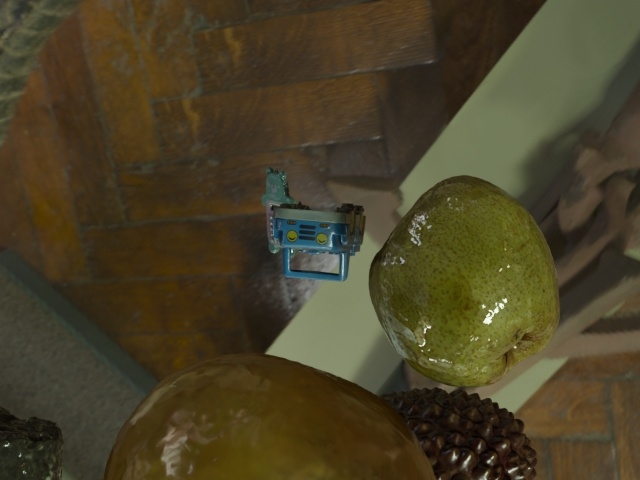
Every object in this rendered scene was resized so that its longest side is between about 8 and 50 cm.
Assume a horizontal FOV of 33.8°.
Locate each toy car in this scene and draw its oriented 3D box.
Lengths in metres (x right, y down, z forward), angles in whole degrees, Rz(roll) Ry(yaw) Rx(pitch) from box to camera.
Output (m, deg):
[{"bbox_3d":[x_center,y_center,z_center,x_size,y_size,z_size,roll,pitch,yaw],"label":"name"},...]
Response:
[{"bbox_3d":[0.000,0.000,1.359,0.097,0.191,0.100,4,90,10],"label":"toy car"}]

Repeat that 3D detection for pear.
[{"bbox_3d":[0.166,0.052,1.180,0.211,0.188,0.228,47,137,15],"label":"pear"}]

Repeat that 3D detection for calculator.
[{"bbox_3d":[-0.065,-0.045,1.664,0.094,0.019,0.141,14,111,54],"label":"calculator"}]

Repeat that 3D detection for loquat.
[{"bbox_3d":[-0.048,0.216,0.805,0.275,0.275,0.275,8,111,22],"label":"loquat"}]

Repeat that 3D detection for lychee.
[{"bbox_3d":[0.134,0.343,1.417,0.330,0.306,0.306,-31,95,-14],"label":"lychee"}]

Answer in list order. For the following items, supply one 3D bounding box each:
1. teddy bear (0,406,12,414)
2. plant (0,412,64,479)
[{"bbox_3d":[-0.494,0.310,1.326,0.151,0.236,0.267,5,70,60],"label":"teddy bear"},{"bbox_3d":[-0.388,0.339,1.222,0.146,0.149,0.274,16,90,10],"label":"plant"}]
